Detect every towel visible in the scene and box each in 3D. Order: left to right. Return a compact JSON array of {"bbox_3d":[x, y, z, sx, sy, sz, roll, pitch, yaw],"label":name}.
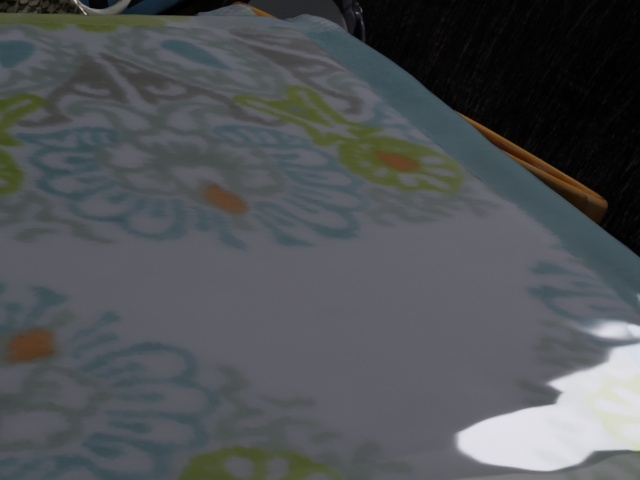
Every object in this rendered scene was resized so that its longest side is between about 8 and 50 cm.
[{"bbox_3d":[-0.065,0.025,0.542,0.320,0.090,0.374,-3,28,-28],"label":"towel"}]

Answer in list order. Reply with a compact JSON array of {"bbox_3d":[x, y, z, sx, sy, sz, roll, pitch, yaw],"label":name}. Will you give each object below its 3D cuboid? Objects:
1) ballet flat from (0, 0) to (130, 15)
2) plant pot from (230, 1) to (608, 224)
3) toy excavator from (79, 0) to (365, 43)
[{"bbox_3d":[-0.236,-0.276,1.165,0.483,0.182,0.164,64,-5,-5],"label":"ballet flat"},{"bbox_3d":[0.005,0.014,0.882,0.205,0.188,0.205,28,7,-4],"label":"plant pot"},{"bbox_3d":[-0.228,-0.235,1.324,0.445,0.432,0.222,63,4,-7],"label":"toy excavator"}]
